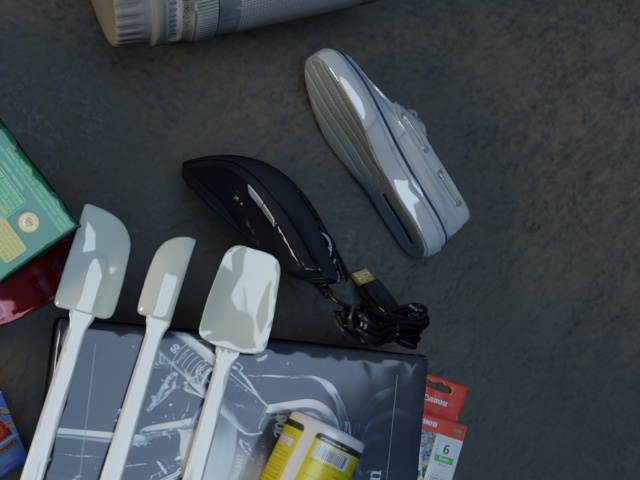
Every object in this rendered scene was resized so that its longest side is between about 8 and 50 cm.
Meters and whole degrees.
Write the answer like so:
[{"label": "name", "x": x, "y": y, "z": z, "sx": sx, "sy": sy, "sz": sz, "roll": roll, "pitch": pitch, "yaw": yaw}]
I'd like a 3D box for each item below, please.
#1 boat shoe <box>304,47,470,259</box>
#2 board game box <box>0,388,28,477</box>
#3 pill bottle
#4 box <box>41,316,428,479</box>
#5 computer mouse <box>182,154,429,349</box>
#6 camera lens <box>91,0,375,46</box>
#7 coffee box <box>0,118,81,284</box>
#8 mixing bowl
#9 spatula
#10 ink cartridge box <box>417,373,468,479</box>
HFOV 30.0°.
[{"label": "boat shoe", "x": 0.066, "y": -0.093, "z": 1.151, "sx": 0.076, "sy": 0.083, "sz": 0.226, "roll": -36, "pitch": 107, "yaw": -25}, {"label": "board game box", "x": -0.354, "y": 0.177, "z": 0.986, "sx": 0.201, "sy": 0.035, "sz": 0.136, "roll": -30, "pitch": 124, "yaw": -30}, {"label": "pill bottle", "x": -0.018, "y": 0.196, "z": 0.926, "sx": 0.065, "sy": 0.065, "sz": 0.116, "roll": 29, "pitch": 80, "yaw": -11}, {"label": "box", "x": -0.094, "y": 0.251, "z": 1.030, "sx": 0.313, "sy": 0.179, "sz": 0.343, "roll": 7, "pitch": 85, "yaw": -12}, {"label": "computer mouse", "x": 0.000, "y": 0.000, "z": 1.093, "sx": 0.262, "sy": 0.184, "sz": 0.060, "roll": 43, "pitch": 102, "yaw": 26}, {"label": "camera lens", "x": -0.072, "y": -0.295, "z": 1.046, "sx": 0.274, "sy": 0.219, "sz": 0.219, "roll": -16, "pitch": 90, "yaw": -15}, {"label": "coffee box", "x": -0.286, "y": -0.001, "z": 0.887, "sx": 0.184, "sy": 0.040, "sz": 0.113, "roll": -37, "pitch": 95, "yaw": -9}, {"label": "mixing bowl", "x": -0.288, "y": 0.005, "z": 1.009, "sx": 0.181, "sy": 0.181, "sz": 0.098, "roll": -25, "pitch": 78, "yaw": -14}, {"label": "spatula", "x": -0.135, "y": 0.107, "z": 0.928, "sx": 0.168, "sy": 0.019, "sz": 0.242, "roll": 17, "pitch": 79, "yaw": -12}, {"label": "ink cartridge box", "x": 0.105, "y": 0.190, "z": 1.159, "sx": 0.063, "sy": 0.029, "sz": 0.115, "roll": 19, "pitch": 83, "yaw": -12}]
